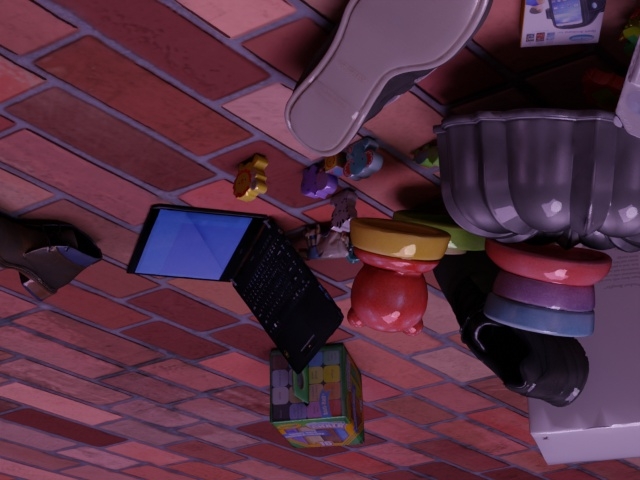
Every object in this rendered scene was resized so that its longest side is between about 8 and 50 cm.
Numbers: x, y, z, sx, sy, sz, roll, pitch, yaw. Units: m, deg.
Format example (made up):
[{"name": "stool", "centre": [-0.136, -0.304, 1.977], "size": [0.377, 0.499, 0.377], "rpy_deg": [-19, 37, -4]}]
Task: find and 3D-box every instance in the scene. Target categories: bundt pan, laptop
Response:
[{"name": "bundt pan", "centre": [0.284, -0.057, 1.528], "size": [0.331, 0.124, 0.331], "rpy_deg": [5, 175, 0]}, {"name": "laptop", "centre": [-0.122, 0.072, 1.910], "size": [0.136, 0.264, 0.234], "rpy_deg": [-31, 169, -26]}]

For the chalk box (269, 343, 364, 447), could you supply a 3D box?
[{"name": "chalk box", "centre": [-0.009, 0.256, 2.328], "size": [0.132, 0.132, 0.213], "rpy_deg": [-5, 157, 10]}]

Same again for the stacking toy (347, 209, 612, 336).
[{"name": "stacking toy", "centre": [0.192, 0.053, 1.706], "size": [0.309, 0.130, 0.279], "rpy_deg": [10, -172, 11]}]

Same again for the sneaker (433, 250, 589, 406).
[{"name": "sneaker", "centre": [0.221, 0.091, 1.776], "size": [0.130, 0.286, 0.109], "rpy_deg": [9, 121, -43]}]

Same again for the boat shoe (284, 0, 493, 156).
[{"name": "boat shoe", "centre": [0.071, -0.204, 1.390], "size": [0.112, 0.095, 0.335], "rpy_deg": [42, 141, -5]}]

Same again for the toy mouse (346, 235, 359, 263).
[{"name": "toy mouse", "centre": [0.089, 0.003, 1.893], "size": [0.161, 0.031, 0.143], "rpy_deg": [-13, 153, 24]}]

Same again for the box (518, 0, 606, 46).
[{"name": "box", "centre": [0.241, -0.232, 1.384], "size": [0.081, 0.028, 0.136], "rpy_deg": [-3, 154, 4]}]

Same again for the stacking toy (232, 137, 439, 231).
[{"name": "stacking toy", "centre": [0.024, -0.082, 1.678], "size": [0.167, 0.052, 0.221], "rpy_deg": [18, 149, -36]}]

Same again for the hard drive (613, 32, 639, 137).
[{"name": "hard drive", "centre": [0.404, -0.188, 1.203], "size": [0.237, 0.064, 0.339], "rpy_deg": [27, 143, 16]}]

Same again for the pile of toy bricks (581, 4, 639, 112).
[{"name": "pile of toy bricks", "centre": [0.349, -0.196, 1.405], "size": [0.105, 0.118, 0.212], "rpy_deg": [38, 161, -14]}]

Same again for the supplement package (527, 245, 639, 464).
[{"name": "supplement package", "centre": [0.368, 0.138, 1.883], "size": [0.177, 0.293, 0.175], "rpy_deg": [-7, 156, 14]}]

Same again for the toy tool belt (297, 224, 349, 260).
[{"name": "toy tool belt", "centre": [0.000, 0.000, 1.879], "size": [0.083, 0.051, 0.052], "rpy_deg": [-6, 174, 42]}]

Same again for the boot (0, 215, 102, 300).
[{"name": "boot", "centre": [-0.378, -0.007, 1.837], "size": [0.106, 0.082, 0.219], "rpy_deg": [-27, 147, 5]}]
